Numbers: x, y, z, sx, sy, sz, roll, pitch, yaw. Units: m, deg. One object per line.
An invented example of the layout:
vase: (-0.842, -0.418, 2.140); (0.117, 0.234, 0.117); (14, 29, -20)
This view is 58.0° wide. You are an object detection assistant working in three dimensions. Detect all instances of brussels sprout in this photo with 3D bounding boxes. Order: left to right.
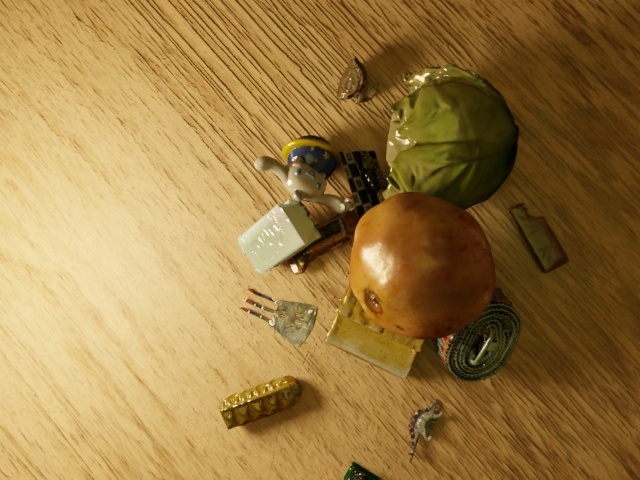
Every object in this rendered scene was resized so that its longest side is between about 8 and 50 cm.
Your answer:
brussels sprout: (0.381, -0.281, 1.663); (0.361, 0.342, 0.424); (11, 92, 13)

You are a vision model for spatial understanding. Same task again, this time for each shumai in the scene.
shumai: (0.123, -0.492, 1.819); (0.116, 0.145, 0.145); (24, 90, -12)

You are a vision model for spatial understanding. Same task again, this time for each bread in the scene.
bread: (-0.186, 0.505, 1.819); (0.270, 0.098, 0.087); (-22, 127, 4)
bread: (0.666, -0.015, 1.774); (0.088, 0.049, 0.226); (-27, 84, 4)

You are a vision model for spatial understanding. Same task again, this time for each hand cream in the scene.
hand cream: (0.124, -0.134, 1.770); (0.038, 0.216, 0.052); (3, 110, 36)

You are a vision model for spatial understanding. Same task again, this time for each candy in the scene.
candy: (0.000, 0.000, 1.818); (0.272, 0.101, 0.143); (-25, 77, 11)

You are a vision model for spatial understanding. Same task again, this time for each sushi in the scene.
sushi: (0.162, -0.183, 1.763); (0.051, 0.192, 0.215); (-21, 84, 40)

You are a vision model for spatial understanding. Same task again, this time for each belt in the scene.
belt: (0.465, 0.267, 1.683); (0.207, 0.160, 0.294); (24, 106, -17)

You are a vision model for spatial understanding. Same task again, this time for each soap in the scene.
soap: (-0.135, -0.009, 1.768); (0.261, 0.094, 0.150); (-35, 82, 43)
soap: (0.181, 0.257, 1.772); (0.281, 0.143, 0.259); (24, 90, 1)

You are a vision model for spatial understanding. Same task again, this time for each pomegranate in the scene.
pomegranate: (0.281, 0.067, 1.551); (0.412, 0.411, 0.411); (0, 88, 6)

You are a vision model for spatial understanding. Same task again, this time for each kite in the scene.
kite: (-0.138, 0.236, 1.861); (0.245, 0.015, 0.141); (23, 88, 5)

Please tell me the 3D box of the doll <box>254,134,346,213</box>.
doll: (-0.070, -0.219, 1.760); (0.311, 0.160, 0.242); (16, 72, -30)

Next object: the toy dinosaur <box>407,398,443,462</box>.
toy dinosaur: (0.310, 0.584, 1.786); (0.082, 0.039, 0.208); (24, 79, 9)

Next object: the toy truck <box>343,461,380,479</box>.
toy truck: (0.147, 0.755, 1.778); (0.147, 0.079, 0.065); (29, 89, 7)
